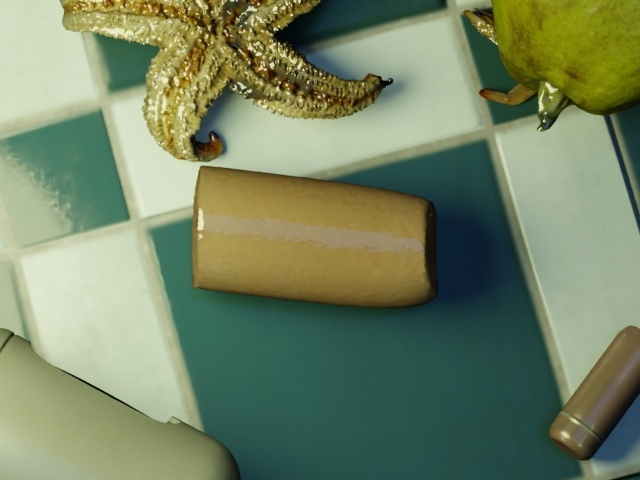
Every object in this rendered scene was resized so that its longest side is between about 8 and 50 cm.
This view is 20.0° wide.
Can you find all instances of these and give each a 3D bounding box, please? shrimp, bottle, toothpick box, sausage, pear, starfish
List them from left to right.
[{"bbox_3d":[-0.216,0.246,1.670,0.316,0.229,0.229,28,81,-2],"label":"toothpick box"},{"bbox_3d":[-0.091,-0.233,1.804,0.303,0.113,0.312,-30,95,-6],"label":"starfish"},{"bbox_3d":[0.000,0.000,1.772,0.253,0.123,0.123,6,82,-5],"label":"sausage"},{"bbox_3d":[0.180,-0.187,1.863,0.114,0.023,0.083,37,83,-3],"label":"shrimp"},{"bbox_3d":[0.285,0.152,1.811,0.053,0.053,0.140,38,80,0],"label":"bottle"},{"bbox_3d":[0.288,-0.277,1.768,0.287,0.287,0.375,22,92,-2],"label":"pear"}]
